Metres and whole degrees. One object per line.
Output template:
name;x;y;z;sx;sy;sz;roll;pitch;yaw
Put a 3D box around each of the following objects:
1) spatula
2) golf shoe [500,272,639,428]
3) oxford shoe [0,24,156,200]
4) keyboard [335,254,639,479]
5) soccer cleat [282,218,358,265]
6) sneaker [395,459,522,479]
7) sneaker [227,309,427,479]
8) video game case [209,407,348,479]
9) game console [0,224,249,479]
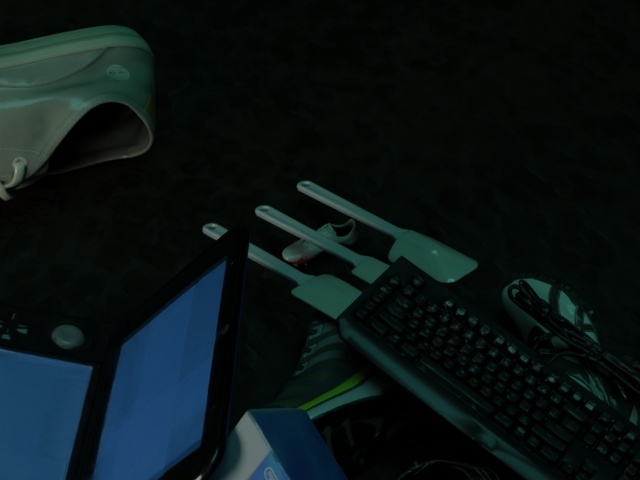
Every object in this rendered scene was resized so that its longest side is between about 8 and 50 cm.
spatula;0.013;0.007;1.281;0.168;0.019;0.242;-27;37;-31
golf shoe;0.219;0.109;1.235;0.094;0.077;0.198;-23;52;-27
oxford shoe;-0.355;-0.094;1.310;0.449;0.169;0.130;-18;73;-24
keyboard;0.185;0.115;1.141;0.317;0.033;0.201;37;44;13
soccer cleat;0.000;0.000;1.338;0.083;0.035;0.029;-15;50;-21
sneaker;0.148;0.217;1.091;0.222;0.118;0.083;-17;51;-22
sneaker;0.012;0.128;1.183;0.300;0.111;0.121;-27;47;-37
video game case;-0.031;0.294;0.908;0.061;0.244;0.269;6;38;-42
game console;-0.201;0.106;1.039;0.250;0.173;0.293;12;35;-7
